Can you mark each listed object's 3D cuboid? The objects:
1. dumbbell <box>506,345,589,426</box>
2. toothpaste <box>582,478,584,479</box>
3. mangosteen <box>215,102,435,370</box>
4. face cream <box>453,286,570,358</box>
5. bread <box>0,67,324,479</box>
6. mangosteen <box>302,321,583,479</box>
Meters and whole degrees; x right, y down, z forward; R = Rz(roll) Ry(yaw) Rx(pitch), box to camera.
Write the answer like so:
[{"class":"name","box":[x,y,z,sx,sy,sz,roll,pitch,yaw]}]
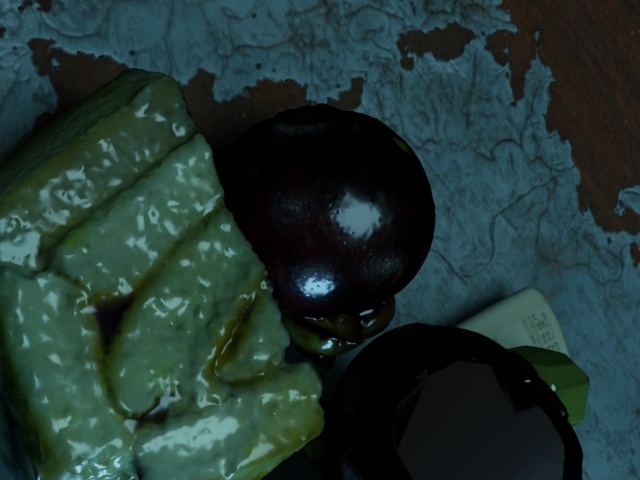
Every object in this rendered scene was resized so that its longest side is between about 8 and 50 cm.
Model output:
[{"class":"dumbbell","box":[0.211,0.267,1.610,0.108,0.121,0.302,-28,128,-68]},{"class":"toothpaste","box":[0.256,0.319,1.784,0.170,0.028,0.045,-18,109,-34]},{"class":"mangosteen","box":[0.000,0.000,1.461,0.228,0.228,0.265,-15,109,-37]},{"class":"face cream","box":[0.140,0.194,1.656,0.348,0.081,0.173,-27,110,-34]},{"class":"bread","box":[-0.206,0.062,1.268,0.264,0.239,0.395,-19,80,-32]},{"class":"mangosteen","box":[0.106,0.222,1.429,0.287,0.233,0.288,3,79,-13]}]
